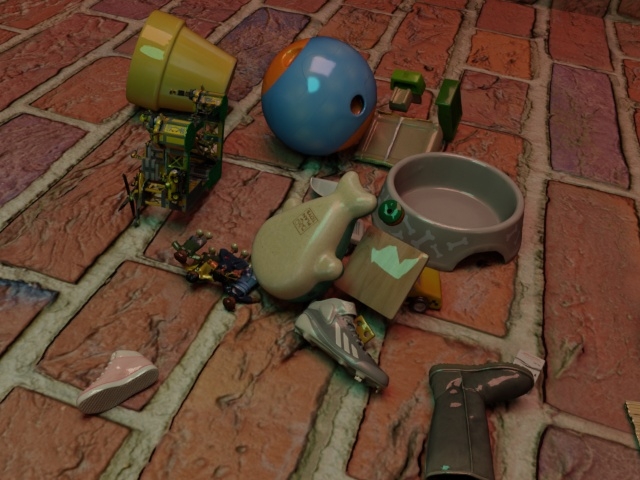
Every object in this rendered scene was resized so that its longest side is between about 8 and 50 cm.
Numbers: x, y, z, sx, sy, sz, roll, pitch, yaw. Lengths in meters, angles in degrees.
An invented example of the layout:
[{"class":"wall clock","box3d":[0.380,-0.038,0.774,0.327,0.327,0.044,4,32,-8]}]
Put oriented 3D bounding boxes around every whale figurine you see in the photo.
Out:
[{"class":"whale figurine","box3d":[0.000,0.000,1.178,0.272,0.141,0.216,-44,49,10]}]

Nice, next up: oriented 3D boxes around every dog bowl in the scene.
[{"class":"dog bowl","box3d":[0.293,-0.079,1.414,0.349,0.102,0.349,4,39,-3]}]

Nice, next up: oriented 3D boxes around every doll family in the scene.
[{"class":"doll family","box3d":[-0.198,0.058,1.200,0.193,0.076,0.111,21,37,12]}]

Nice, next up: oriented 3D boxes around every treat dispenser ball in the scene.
[{"class":"treat dispenser ball","box3d":[-0.003,-0.354,1.557,0.288,0.288,0.288,4,39,-3]}]

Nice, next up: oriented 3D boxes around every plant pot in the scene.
[{"class":"plant pot","box3d":[-0.359,-0.445,1.671,0.239,0.254,0.254,20,38,-9]}]

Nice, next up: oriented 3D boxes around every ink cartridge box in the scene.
[{"class":"ink cartridge box","box3d":[0.364,0.225,1.113,0.048,0.028,0.083,25,42,21]}]

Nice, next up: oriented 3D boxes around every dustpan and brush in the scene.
[{"class":"dustpan and brush","box3d":[0.061,-0.094,1.401,0.147,0.060,0.211,11,6,-14]}]

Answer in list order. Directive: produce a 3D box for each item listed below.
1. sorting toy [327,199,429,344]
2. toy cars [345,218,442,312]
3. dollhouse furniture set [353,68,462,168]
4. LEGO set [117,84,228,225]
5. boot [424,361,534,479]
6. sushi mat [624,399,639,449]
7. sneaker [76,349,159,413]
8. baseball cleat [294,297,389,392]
[{"class":"sorting toy","box3d":[0.112,0.069,1.159,0.132,0.046,0.274,29,87,28]},{"class":"toy cars","box3d":[0.080,0.016,1.278,0.176,0.087,0.393,-28,51,-36]},{"class":"dollhouse furniture set","box3d":[0.238,-0.283,1.680,0.197,0.151,0.301,16,68,21]},{"class":"LEGO set","box3d":[-0.337,-0.204,1.364,0.192,0.255,0.331,11,36,5]},{"class":"boot","box3d":[0.254,0.288,0.985,0.189,0.076,0.208,-5,32,8]},{"class":"sushi mat","box3d":[0.669,0.343,1.025,0.316,0.019,0.151,7,39,1]},{"class":"sneaker","box3d":[-0.333,0.220,1.002,0.134,0.051,0.070,-24,47,-36]},{"class":"baseball cleat","box3d":[0.049,0.167,1.085,0.206,0.072,0.109,31,77,27]}]
